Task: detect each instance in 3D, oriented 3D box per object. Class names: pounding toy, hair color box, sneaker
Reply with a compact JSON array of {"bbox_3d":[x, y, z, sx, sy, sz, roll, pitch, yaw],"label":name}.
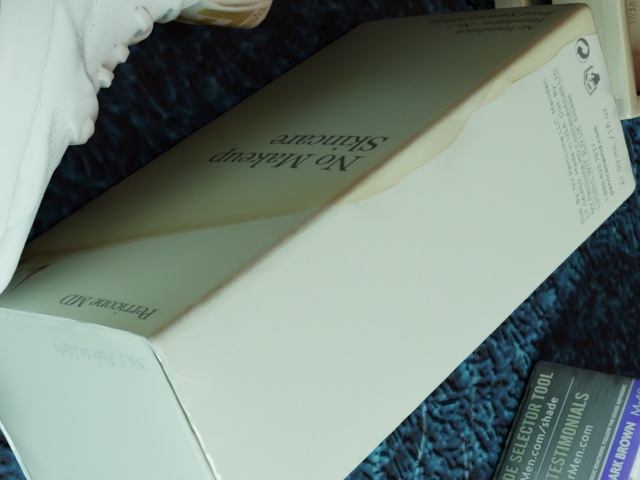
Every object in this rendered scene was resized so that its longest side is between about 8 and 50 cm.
[{"bbox_3d":[0.191,-0.176,0.838,0.206,0.094,0.181,-17,101,-53],"label":"pounding toy"},{"bbox_3d":[0.248,0.242,0.921,0.339,0.110,0.185,36,69,-40],"label":"hair color box"},{"bbox_3d":[-0.085,-0.099,0.544,0.169,0.108,0.292,17,81,-42],"label":"sneaker"}]

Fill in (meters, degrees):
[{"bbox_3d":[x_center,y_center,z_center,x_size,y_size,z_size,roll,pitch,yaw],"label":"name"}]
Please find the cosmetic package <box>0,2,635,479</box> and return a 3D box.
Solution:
[{"bbox_3d":[0.000,0.000,0.606,0.309,0.160,0.113,-38,119,-38],"label":"cosmetic package"}]
